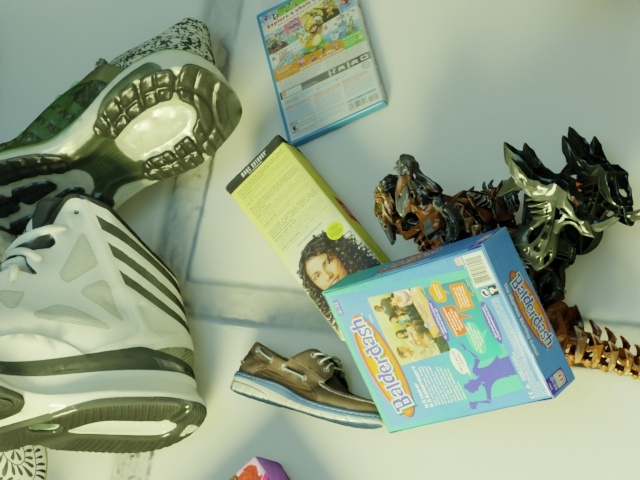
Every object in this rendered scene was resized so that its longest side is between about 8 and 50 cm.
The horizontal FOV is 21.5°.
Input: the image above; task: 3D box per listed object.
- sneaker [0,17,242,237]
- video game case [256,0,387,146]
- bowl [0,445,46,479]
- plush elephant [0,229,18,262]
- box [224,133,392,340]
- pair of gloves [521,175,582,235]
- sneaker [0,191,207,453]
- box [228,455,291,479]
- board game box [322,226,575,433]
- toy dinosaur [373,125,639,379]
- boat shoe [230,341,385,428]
[{"bbox_3d":[-0.261,-0.120,1.914,0.410,0.158,0.182,-25,35,21],"label":"sneaker"},{"bbox_3d":[0.000,-0.198,1.840,0.119,0.015,0.166,-23,67,21],"label":"video game case"},{"bbox_3d":[-0.398,0.252,1.885,0.170,0.080,0.170,-8,72,26],"label":"bowl"},{"bbox_3d":[-0.464,0.084,1.873,0.272,0.255,0.330,-4,92,57],"label":"plush elephant"},{"bbox_3d":[0.000,0.000,1.760,0.087,0.058,0.232,-45,60,10],"label":"box"},{"bbox_3d":[0.238,-0.026,1.670,0.083,0.010,0.074,-6,76,28],"label":"pair of gloves"},{"bbox_3d":[-0.344,0.078,1.746,0.169,0.447,0.258,-48,44,48],"label":"sneaker"},{"bbox_3d":[-0.104,0.390,1.705,0.293,0.057,0.201,-44,60,10],"label":"box"},{"bbox_3d":[0.118,0.089,1.600,0.210,0.047,0.160,-18,101,43],"label":"board game box"},{"bbox_3d":[0.200,0.014,1.621,0.322,0.164,0.218,31,117,2],"label":"toy dinosaur"},{"bbox_3d":[-0.010,0.144,1.720,0.183,0.066,0.066,13,81,30],"label":"boat shoe"}]
